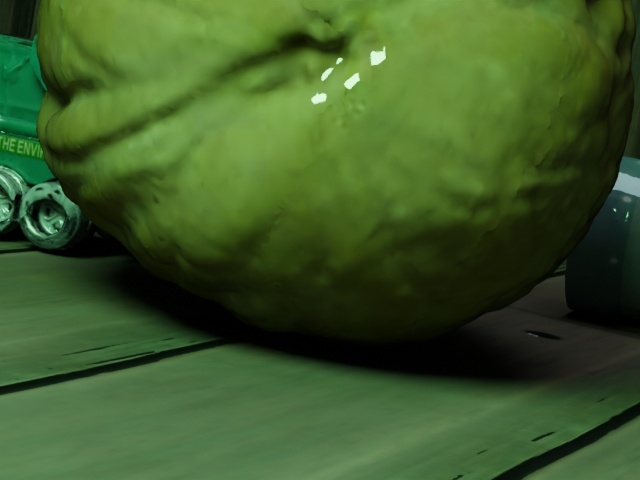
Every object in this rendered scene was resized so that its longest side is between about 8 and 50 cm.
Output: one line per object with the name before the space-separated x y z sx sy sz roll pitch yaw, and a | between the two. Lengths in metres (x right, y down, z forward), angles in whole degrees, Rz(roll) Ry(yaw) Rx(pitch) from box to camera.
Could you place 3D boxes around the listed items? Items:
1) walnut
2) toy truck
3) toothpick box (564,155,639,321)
walnut | 0.011 -0.103 0.938 0.333 0.333 0.333 10 7 -1
toy truck | -0.178 -0.067 1.098 0.216 0.116 0.110 13 7 18
toothpick box | 0.232 0.010 1.173 0.153 0.101 0.101 11 7 19
